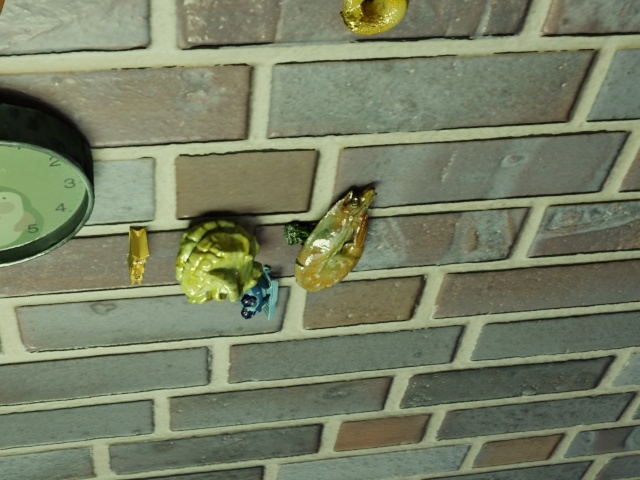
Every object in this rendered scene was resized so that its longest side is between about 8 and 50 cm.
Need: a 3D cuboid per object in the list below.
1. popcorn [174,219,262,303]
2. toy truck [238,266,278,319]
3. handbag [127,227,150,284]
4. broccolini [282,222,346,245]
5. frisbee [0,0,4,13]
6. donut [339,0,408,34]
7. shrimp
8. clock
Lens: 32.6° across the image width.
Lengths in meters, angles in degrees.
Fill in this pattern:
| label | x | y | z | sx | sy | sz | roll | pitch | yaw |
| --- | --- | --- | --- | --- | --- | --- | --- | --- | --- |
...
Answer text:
| label | x | y | z | sx | sy | sz | roll | pitch | yaw |
| --- | --- | --- | --- | --- | --- | --- | --- | --- | --- |
| popcorn | -0.163 | 0.031 | 1.723 | 0.141 | 0.162 | 0.135 | -31 | 110 | -12 |
| toy truck | -0.114 | 0.103 | 1.885 | 0.074 | 0.063 | 0.136 | -22 | 152 | -20 |
| handbag | -0.287 | 0.025 | 1.717 | 0.027 | 0.061 | 0.083 | -2 | 143 | -17 |
| broccolini | 0.000 | 0.000 | 1.793 | 0.140 | 0.035 | 0.030 | 13 | 142 | -33 |
| frisbee | -0.464 | -0.282 | 1.183 | 0.251 | 0.021 | 0.251 | -20 | 129 | -27 |
| donut | 0.070 | -0.305 | 1.385 | 0.097 | 0.043 | 0.108 | -14 | 149 | 4 |
| shrimp | 0.033 | -0.004 | 1.760 | 0.115 | 0.051 | 0.217 | 6 | 124 | -43 |
| clock | -0.470 | -0.065 | 1.508 | 0.319 | 0.066 | 0.319 | -12 | 149 | -8 |
